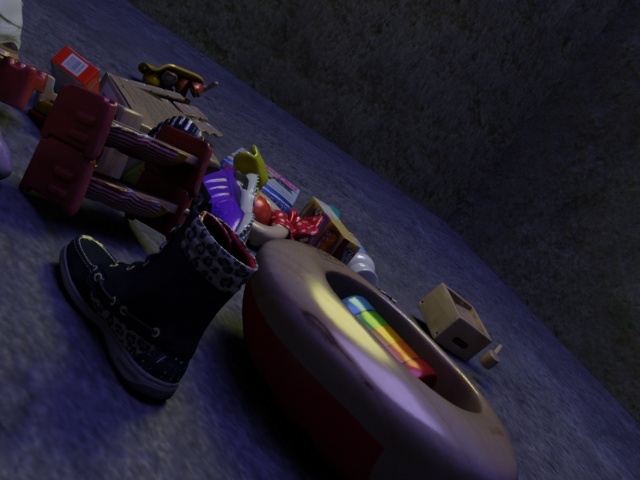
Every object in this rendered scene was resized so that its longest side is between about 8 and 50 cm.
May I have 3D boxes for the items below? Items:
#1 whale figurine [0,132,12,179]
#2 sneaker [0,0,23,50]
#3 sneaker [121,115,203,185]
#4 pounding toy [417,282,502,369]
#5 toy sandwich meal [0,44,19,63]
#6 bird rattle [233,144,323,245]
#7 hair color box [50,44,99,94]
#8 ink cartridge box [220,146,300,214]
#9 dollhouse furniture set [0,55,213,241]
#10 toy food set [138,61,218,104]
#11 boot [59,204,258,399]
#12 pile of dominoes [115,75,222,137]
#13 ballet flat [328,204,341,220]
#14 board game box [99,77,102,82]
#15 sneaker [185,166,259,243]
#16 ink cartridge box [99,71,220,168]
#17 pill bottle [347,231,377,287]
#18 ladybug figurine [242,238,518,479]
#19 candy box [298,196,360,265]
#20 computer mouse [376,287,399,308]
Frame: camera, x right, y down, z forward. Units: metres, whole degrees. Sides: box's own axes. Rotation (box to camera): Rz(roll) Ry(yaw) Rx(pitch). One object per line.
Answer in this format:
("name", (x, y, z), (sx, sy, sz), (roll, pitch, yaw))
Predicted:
("whale figurine", (-0.471, -0.162, 0.864), (0.216, 0.141, 0.272), (48, -9, 38))
("sneaker", (-0.525, -0.277, 1.001), (0.114, 0.152, 0.305), (29, 39, 33))
("sneaker", (-0.248, -0.131, 1.225), (0.094, 0.208, 0.081), (49, 49, -29))
("pounding toy", (0.332, 0.229, 1.752), (0.181, 0.094, 0.206), (36, 21, -32))
("toy sandwich meal", (-0.575, -0.335, 1.357), (0.085, 0.029, 0.085), (32, 12, -7))
("bird rattle", (-0.123, -0.047, 1.485), (0.253, 0.143, 0.207), (53, 26, 6))
("hair color box", (-0.429, -0.273, 1.338), (0.072, 0.043, 0.141), (38, -24, -3))
("ink cartridge box", (-0.144, -0.124, 1.740), (0.186, 0.065, 0.311), (37, 14, -5))
("dollhouse furniture set", (-0.358, -0.143, 1.099), (0.374, 0.152, 0.201), (26, 4, 36))
("toy food set", (-0.380, -0.402, 2.008), (0.218, 0.071, 0.128), (14, -12, -41))
("boot", (-0.175, 0.028, 0.815), (0.085, 0.178, 0.236), (21, 21, -52))
("pile of dominoes", (-0.378, -0.312, 1.862), (0.196, 0.040, 0.251), (46, 23, 28))
("ballet flat", (0.016, -0.030, 1.844), (0.070, 0.070, 0.188), (37, 16, -5))
("board game box", (-0.422, -0.290, 1.601), (0.124, 0.039, 0.259), (47, 14, 33))
("sneaker", (-0.188, -0.043, 1.263), (0.146, 0.102, 0.293), (17, 24, -9))
("ink cartridge box", (-0.321, -0.202, 1.451), (0.193, 0.088, 0.235), (25, 18, -40))
("pill bottle", (0.064, 0.051, 1.623), (0.087, 0.087, 0.160), (31, 15, -30))
("ladybug figurine", (0.046, 0.171, 0.964), (0.449, 0.162, 0.305), (47, 14, 33))
("candy box", (0.000, 0.000, 1.580), (0.053, 0.109, 0.187), (30, 14, -33))
("computer mouse", (0.126, 0.136, 1.610), (0.106, 0.042, 0.193), (42, 6, -5))
